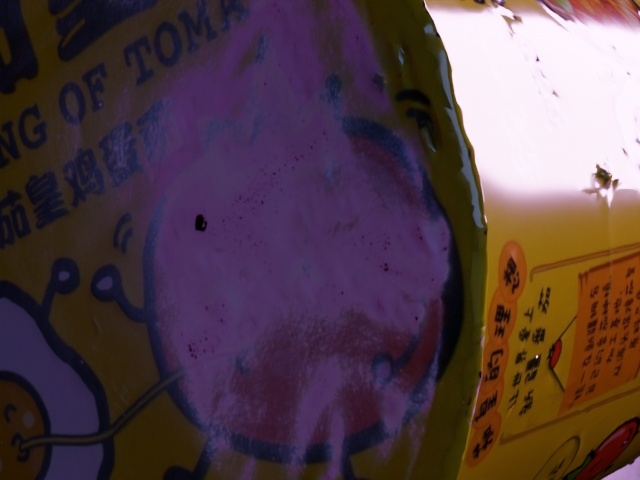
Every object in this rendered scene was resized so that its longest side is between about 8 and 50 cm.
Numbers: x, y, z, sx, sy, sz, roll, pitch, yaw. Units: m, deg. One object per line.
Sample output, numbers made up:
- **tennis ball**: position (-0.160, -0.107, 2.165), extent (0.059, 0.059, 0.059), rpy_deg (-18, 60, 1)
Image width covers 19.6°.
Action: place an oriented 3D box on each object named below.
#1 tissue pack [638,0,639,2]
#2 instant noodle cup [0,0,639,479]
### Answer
- **tissue pack**: position (0.162, -0.155, 1.070), extent (0.112, 0.051, 0.156), rpy_deg (12, 87, -34)
- **instant noodle cup**: position (0.000, 0.000, 0.740), extent (0.254, 0.326, 0.325), rpy_deg (-4, 72, -51)
